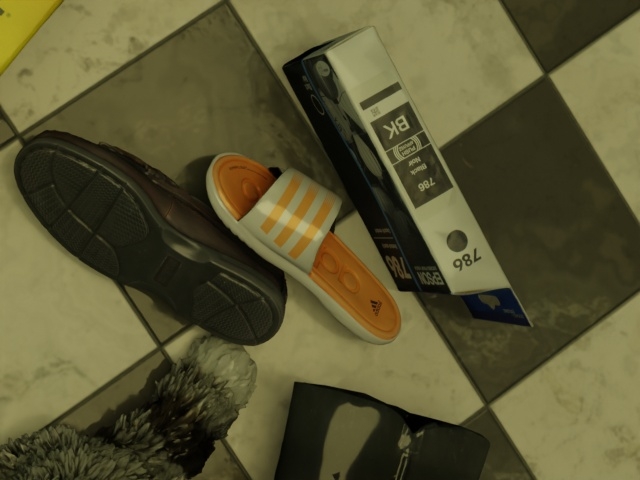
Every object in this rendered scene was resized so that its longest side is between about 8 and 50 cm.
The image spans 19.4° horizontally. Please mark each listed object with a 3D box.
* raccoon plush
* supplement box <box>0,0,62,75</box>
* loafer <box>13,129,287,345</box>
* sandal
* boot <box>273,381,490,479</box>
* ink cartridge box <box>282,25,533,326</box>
[{"bbox_3d":[-0.218,0.244,1.680,0.216,0.299,0.446,37,80,-13],"label":"raccoon plush"},{"bbox_3d":[-0.365,-0.211,1.689,0.195,0.194,0.356,40,79,-13],"label":"supplement box"},{"bbox_3d":[-0.161,-0.011,1.818,0.302,0.095,0.109,36,121,-12],"label":"loafer"},{"bbox_3d":[0.003,-0.006,1.845,0.265,0.076,0.102,41,38,-19],"label":"sandal"},{"bbox_3d":[-0.056,0.347,1.792,0.367,0.146,0.445,21,89,-33],"label":"boot"},{"bbox_3d":[0.082,-0.046,1.839,0.065,0.165,0.333,-32,98,-14],"label":"ink cartridge box"}]
